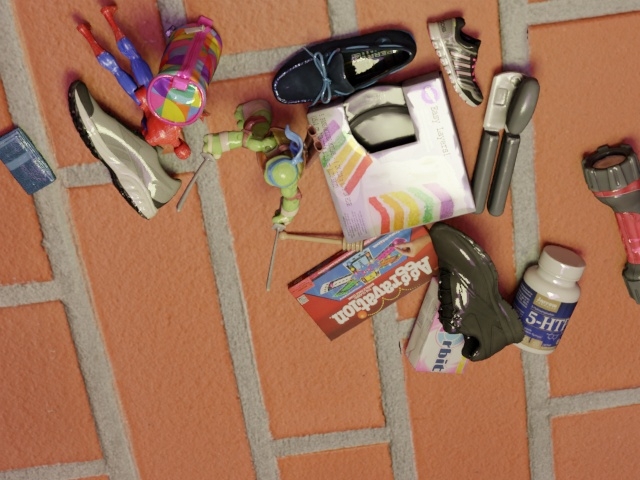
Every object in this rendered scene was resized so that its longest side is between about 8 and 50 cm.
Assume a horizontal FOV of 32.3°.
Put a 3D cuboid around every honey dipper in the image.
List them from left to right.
[{"bbox_3d":[0.000,0.000,2.040,0.161,0.030,0.030,5,116,10],"label":"honey dipper"}]

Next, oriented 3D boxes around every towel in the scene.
[{"bbox_3d":[-0.530,-0.140,1.971,0.067,0.029,0.119,-27,114,12],"label":"towel"}]

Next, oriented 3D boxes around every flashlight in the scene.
[{"bbox_3d":[0.562,-0.023,2.011,0.103,0.103,0.304,-19,114,7],"label":"flashlight"}]

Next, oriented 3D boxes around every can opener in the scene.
[{"bbox_3d":[0.317,-0.166,1.949,0.074,0.093,0.280,8,121,-3],"label":"can opener"}]

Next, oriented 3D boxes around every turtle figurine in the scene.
[{"bbox_3d":[-0.120,-0.114,1.860,0.198,0.266,0.274,20,113,-10],"label":"turtle figurine"}]

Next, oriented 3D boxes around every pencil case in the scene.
[{"bbox_3d":[-0.220,-0.279,1.804,0.105,0.236,0.104,1,124,2],"label":"pencil case"}]

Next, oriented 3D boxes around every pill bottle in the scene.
[{"bbox_3d":[0.423,0.109,2.068,0.112,0.112,0.186,14,115,-8],"label":"pill bottle"}]

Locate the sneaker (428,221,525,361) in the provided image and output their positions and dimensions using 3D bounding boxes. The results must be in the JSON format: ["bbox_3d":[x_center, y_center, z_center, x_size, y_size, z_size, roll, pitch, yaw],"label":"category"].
[{"bbox_3d":[0.259,0.098,1.980,0.130,0.109,0.286,-34,108,-11],"label":"sneaker"}]

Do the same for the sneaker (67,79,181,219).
[{"bbox_3d":[-0.348,-0.170,1.936,0.108,0.100,0.271,-38,110,-10],"label":"sneaker"}]

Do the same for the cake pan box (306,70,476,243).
[{"bbox_3d":[0.126,-0.149,1.942,0.246,0.070,0.266,-14,109,8],"label":"cake pan box"}]

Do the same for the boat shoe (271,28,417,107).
[{"bbox_3d":[0.035,-0.299,1.873,0.258,0.089,0.109,-24,114,10],"label":"boat shoe"}]

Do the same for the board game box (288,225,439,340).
[{"bbox_3d":[0.094,0.066,2.087,0.281,0.027,0.145,-33,113,14],"label":"board game box"}]

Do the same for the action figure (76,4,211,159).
[{"bbox_3d":[-0.292,-0.263,1.894,0.091,0.139,0.280,-31,90,16],"label":"action figure"}]

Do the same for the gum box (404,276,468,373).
[{"bbox_3d":[0.244,0.158,2.101,0.107,0.062,0.188,6,117,-23],"label":"gum box"}]

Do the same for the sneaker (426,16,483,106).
[{"bbox_3d":[0.248,-0.309,1.887,0.075,0.063,0.170,-24,109,17],"label":"sneaker"}]
